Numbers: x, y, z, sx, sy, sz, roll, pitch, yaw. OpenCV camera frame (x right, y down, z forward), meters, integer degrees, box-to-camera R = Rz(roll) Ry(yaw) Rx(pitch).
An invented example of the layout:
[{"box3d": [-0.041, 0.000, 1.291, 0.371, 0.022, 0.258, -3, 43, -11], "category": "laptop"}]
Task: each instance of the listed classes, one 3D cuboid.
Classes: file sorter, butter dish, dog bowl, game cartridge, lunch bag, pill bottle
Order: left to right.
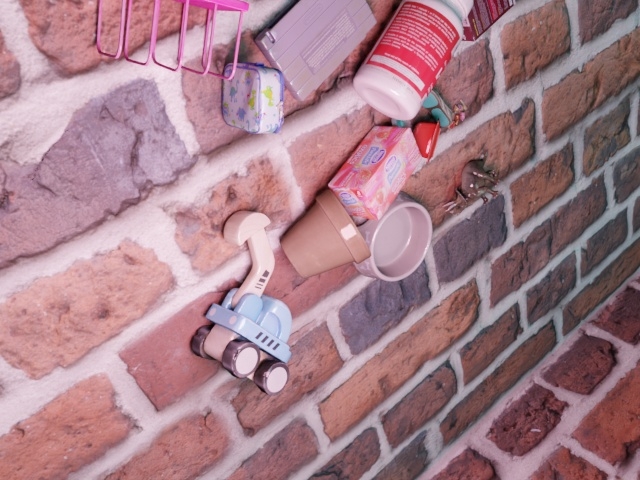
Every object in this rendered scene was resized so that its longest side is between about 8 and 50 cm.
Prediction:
[{"box3d": [-0.352, -0.493, 1.264, 0.291, 0.202, 0.182, -2, 111, -37], "category": "file sorter"}, {"box3d": [-0.179, -0.379, 1.429, 0.090, 0.219, 0.176, -11, 115, -34], "category": "lunch bag"}, {"box3d": [-0.005, -0.605, 1.574, 0.355, 0.068, 0.230, -48, 134, -11], "category": "game cartridge"}, {"box3d": [0.273, -0.007, 2.006, 0.349, 0.102, 0.348, -16, 118, -32], "category": "dog bowl"}, {"box3d": [0.295, -0.601, 1.688, 0.229, 0.229, 0.407, 33, 88, -41], "category": "pill bottle"}, {"box3d": [0.355, -0.362, 1.916, 0.160, 0.118, 0.160, -48, 153, -70], "category": "butter dish"}]

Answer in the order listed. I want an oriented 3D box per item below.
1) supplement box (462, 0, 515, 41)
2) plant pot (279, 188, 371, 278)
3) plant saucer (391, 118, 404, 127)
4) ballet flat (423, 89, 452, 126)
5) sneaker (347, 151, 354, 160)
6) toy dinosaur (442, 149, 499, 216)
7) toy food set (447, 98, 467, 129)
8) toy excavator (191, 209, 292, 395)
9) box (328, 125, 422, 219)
[{"box3d": [0.574, -0.824, 1.908, 0.239, 0.073, 0.130, -44, 128, -16], "category": "supplement box"}, {"box3d": [0.000, 0.000, 1.736, 0.229, 0.263, 0.263, -32, 127, 1], "category": "plant pot"}, {"box3d": [0.267, -0.386, 1.858, 0.119, 0.021, 0.119, 47, 35, -50], "category": "plant saucer"}, {"box3d": [0.407, -0.492, 1.937, 0.213, 0.072, 0.068, 40, 56, -41], "category": "ballet flat"}, {"box3d": [0.112, -0.258, 1.830, 0.037, 0.032, 0.083, -23, 123, -51], "category": "sneaker"}, {"box3d": [0.617, -0.239, 2.152, 0.160, 0.121, 0.313, 20, 82, -8], "category": "toy dinosaur"}, {"box3d": [0.515, -0.468, 2.047, 0.078, 0.019, 0.122, 40, 83, -40], "category": "toy food set"}, {"box3d": [-0.212, 0.188, 1.683, 0.433, 0.222, 0.445, 44, 66, -39], "category": "toy excavator"}, {"box3d": [0.184, -0.225, 1.773, 0.300, 0.154, 0.142, -53, 133, -23], "category": "box"}]
